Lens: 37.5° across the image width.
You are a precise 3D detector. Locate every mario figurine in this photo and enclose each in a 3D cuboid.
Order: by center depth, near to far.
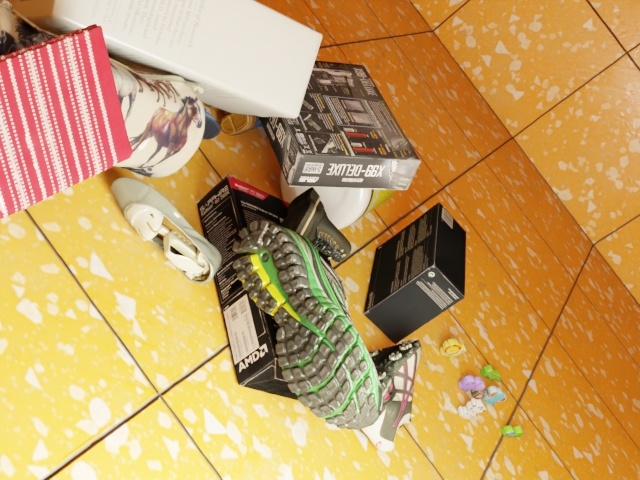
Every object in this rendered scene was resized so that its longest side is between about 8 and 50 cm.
[{"bbox_3d":[-0.084,-0.309,1.935,0.320,0.170,0.198,-21,110,-55],"label":"mario figurine"}]

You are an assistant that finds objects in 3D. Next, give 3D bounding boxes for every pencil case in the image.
[{"bbox_3d":[-0.353,-0.212,1.373,0.160,0.183,0.410,39,16,36],"label":"pencil case"}]

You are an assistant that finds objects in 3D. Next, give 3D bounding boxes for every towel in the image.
[{"bbox_3d":[-0.371,-0.151,1.221,0.275,0.031,0.198,-33,125,-39],"label":"towel"}]

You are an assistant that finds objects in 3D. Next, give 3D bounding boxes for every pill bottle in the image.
[{"bbox_3d":[0.062,-0.144,1.956,0.188,0.188,0.334,54,26,2],"label":"pill bottle"}]

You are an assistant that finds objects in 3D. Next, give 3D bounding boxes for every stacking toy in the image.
[{"bbox_3d":[0.348,0.316,2.001,0.221,0.052,0.167,30,34,-39],"label":"stacking toy"}]

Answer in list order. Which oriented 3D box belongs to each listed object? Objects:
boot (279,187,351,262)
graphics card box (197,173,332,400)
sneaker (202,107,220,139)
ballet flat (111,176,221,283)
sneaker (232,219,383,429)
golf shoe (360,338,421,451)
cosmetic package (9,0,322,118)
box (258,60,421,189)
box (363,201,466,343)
[{"bbox_3d":[0.000,0.000,1.606,0.137,0.077,0.198,52,26,-14],"label":"boot"},{"bbox_3d":[-0.065,0.086,1.573,0.233,0.094,0.371,24,37,-45],"label":"graphics card box"},{"bbox_3d":[-0.242,-0.238,1.735,0.144,0.053,0.059,32,31,-37],"label":"sneaker"},{"bbox_3d":[-0.238,-0.013,1.443,0.213,0.072,0.068,43,32,-21],"label":"ballet flat"},{"bbox_3d":[0.007,0.117,1.400,0.146,0.134,0.343,6,52,-55],"label":"sneaker"},{"bbox_3d":[0.120,0.266,1.672,0.273,0.105,0.120,-41,111,-59],"label":"golf shoe"},{"bbox_3d":[-0.251,-0.351,1.553,0.453,0.161,0.230,18,-2,-37],"label":"cosmetic package"},{"bbox_3d":[0.016,-0.223,1.752,0.242,0.076,0.307,0,44,-27],"label":"box"},{"bbox_3d":[0.198,0.063,1.923,0.103,0.184,0.261,47,27,-17],"label":"box"}]
